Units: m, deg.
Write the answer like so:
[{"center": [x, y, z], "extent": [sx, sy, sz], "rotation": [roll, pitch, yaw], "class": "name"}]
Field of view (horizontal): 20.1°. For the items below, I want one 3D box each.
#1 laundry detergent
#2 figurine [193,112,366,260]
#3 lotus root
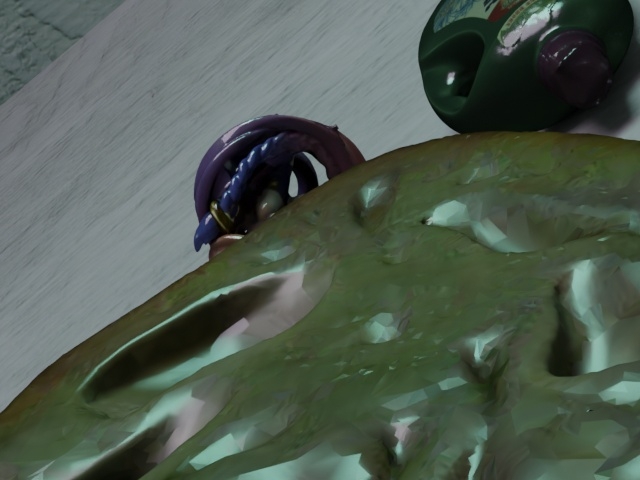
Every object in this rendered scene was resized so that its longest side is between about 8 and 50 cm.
[{"center": [0.130, -0.117, 1.126], "extent": [0.144, 0.078, 0.221], "rotation": [-40, 20, 11], "class": "laundry detergent"}, {"center": [-0.004, 0.006, 1.097], "extent": [0.157, 0.126, 0.114], "rotation": [54, 136, 37], "class": "figurine"}, {"center": [0.033, 0.069, 0.719], "extent": [0.390, 0.111, 0.375], "rotation": [-21, 22, 13], "class": "lotus root"}]
